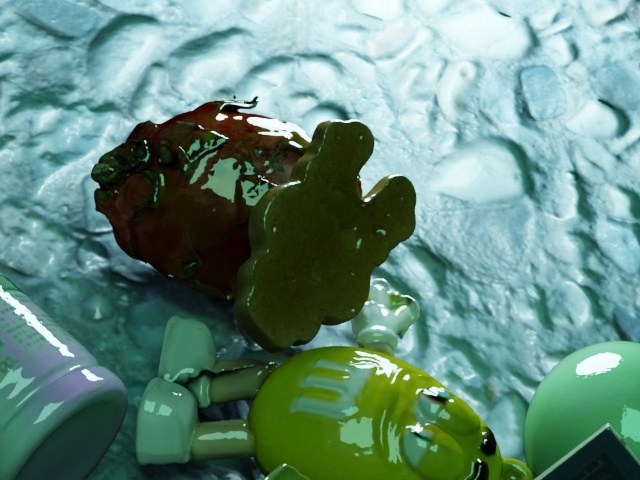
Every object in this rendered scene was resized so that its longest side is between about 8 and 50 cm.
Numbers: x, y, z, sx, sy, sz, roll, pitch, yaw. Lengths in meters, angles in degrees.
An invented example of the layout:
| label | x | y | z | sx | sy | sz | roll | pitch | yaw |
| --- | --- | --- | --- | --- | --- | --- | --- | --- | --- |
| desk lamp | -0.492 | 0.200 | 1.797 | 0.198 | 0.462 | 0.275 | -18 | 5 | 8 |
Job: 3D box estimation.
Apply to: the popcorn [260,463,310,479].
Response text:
| label | x | y | z | sx | sy | sz | roll | pitch | yaw |
| --- | --- | --- | --- | --- | --- | --- | --- | --- | --- |
| popcorn | -0.021 | 0.353 | 1.754 | 0.181 | 0.217 | 0.235 | -1 | 30 | -28 |

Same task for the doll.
| label | x | y | z | sx | sy | sz | roll | pitch | yaw |
| --- | --- | --- | --- | --- | --- | --- | --- | --- | --- |
| doll | -0.004 | 0.193 | 1.981 | 0.423 | 0.161 | 0.348 | -10 | 50 | -13 |

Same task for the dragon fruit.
| label | x | y | z | sx | sy | sz | roll | pitch | yaw |
| --- | --- | --- | --- | --- | --- | --- | --- | --- | --- |
| dragon fruit | -0.109 | -0.049 | 2.116 | 0.315 | 0.250 | 0.250 | -19 | 56 | -12 |

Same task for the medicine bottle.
| label | x | y | z | sx | sy | sz | roll | pitch | yaw |
| --- | --- | --- | --- | --- | --- | --- | --- | --- | --- |
| medicine bottle | -0.388 | 0.135 | 1.884 | 0.325 | 0.212 | 0.212 | 38 | 51 | 19 |

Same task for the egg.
| label | x | y | z | sx | sy | sz | roll | pitch | yaw |
| --- | --- | --- | --- | --- | --- | --- | --- | --- | --- |
| egg | 0.341 | 0.226 | 1.990 | 0.220 | 0.220 | 0.270 | 21 | 19 | 3 |

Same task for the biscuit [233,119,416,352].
| label | x | y | z | sx | sy | sz | roll | pitch | yaw |
| --- | --- | --- | --- | --- | --- | --- | --- | --- | --- |
| biscuit | -0.002 | 0.001 | 2.005 | 0.186 | 0.044 | 0.295 | 51 | 57 | -17 |

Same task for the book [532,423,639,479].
| label | x | y | z | sx | sy | sz | roll | pitch | yaw |
| --- | --- | --- | --- | --- | --- | --- | --- | --- | --- |
| book | 0.315 | 0.354 | 1.857 | 0.191 | 0.025 | 0.269 | -39 | 92 | 7 |
